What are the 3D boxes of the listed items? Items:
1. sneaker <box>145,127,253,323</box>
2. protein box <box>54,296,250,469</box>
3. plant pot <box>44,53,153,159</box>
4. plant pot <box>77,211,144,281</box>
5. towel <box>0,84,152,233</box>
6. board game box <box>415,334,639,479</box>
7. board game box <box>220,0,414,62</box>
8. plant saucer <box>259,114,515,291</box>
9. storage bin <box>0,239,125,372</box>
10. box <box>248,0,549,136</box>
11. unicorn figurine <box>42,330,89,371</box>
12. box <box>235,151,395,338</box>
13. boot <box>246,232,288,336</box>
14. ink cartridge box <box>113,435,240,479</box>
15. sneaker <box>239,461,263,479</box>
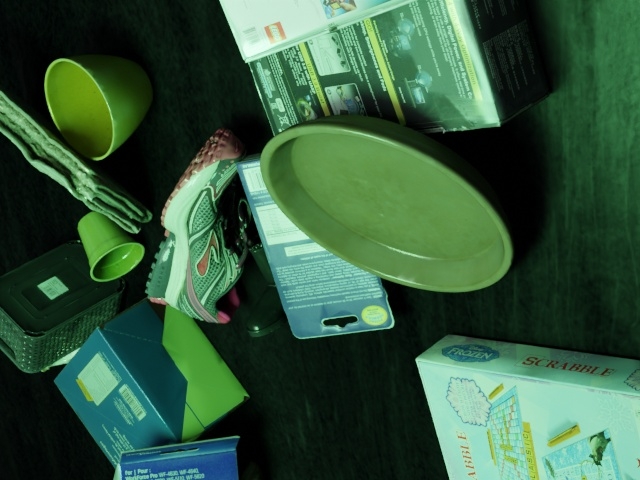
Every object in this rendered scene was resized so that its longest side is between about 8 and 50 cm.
[{"bbox_3d":[-0.128,-0.017,1.633,0.112,0.121,0.299,25,139,6],"label":"sneaker"},{"bbox_3d":[-0.242,0.210,1.875,0.200,0.136,0.201,53,142,6],"label":"protein box"},{"bbox_3d":[-0.270,-0.182,1.678,0.134,0.095,0.134,26,132,34],"label":"plant pot"},{"bbox_3d":[-0.302,0.001,1.857,0.079,0.083,0.083,55,143,24],"label":"plant pot"},{"bbox_3d":[-0.357,-0.117,1.775,0.282,0.049,0.187,40,179,24],"label":"towel"},{"bbox_3d":[0.273,0.266,1.403,0.318,0.066,0.319,5,118,46],"label":"board game box"},{"bbox_3d":[-0.034,-0.329,1.148,0.193,0.053,0.305,-16,104,22],"label":"board game box"},{"bbox_3d":[0.070,-0.040,1.355,0.277,0.041,0.278,20,153,11],"label":"plant saucer"},{"bbox_3d":[-0.385,0.093,1.918,0.122,0.180,0.084,41,138,22],"label":"storage bin"},{"bbox_3d":[0.023,-0.293,1.283,0.318,0.097,0.395,-2,113,49],"label":"box"},{"bbox_3d":[-0.382,0.165,2.040,0.161,0.111,0.060,8,103,29],"label":"unicorn figurine"},{"bbox_3d":[0.000,0.000,1.514,0.136,0.036,0.225,-9,108,26],"label":"box"},{"bbox_3d":[-0.059,0.045,1.582,0.045,0.121,0.099,2,122,45],"label":"boot"},{"bbox_3d":[-0.209,0.360,1.857,0.333,0.165,0.065,112,149,-61],"label":"ink cartridge box"},{"bbox_3d":[-0.086,0.395,1.903,0.071,0.066,0.188,14,126,10],"label":"sneaker"}]
